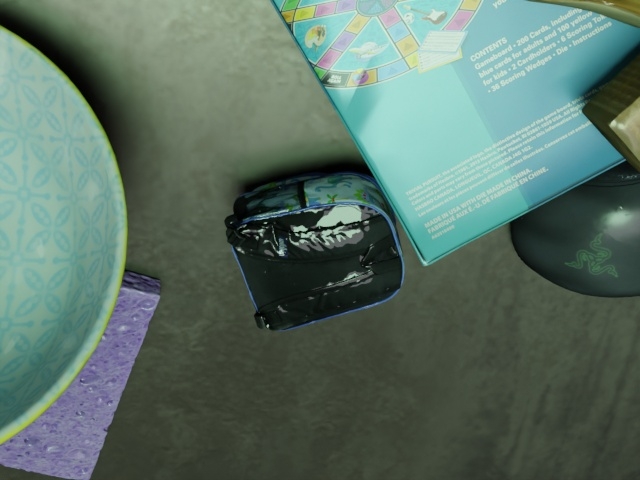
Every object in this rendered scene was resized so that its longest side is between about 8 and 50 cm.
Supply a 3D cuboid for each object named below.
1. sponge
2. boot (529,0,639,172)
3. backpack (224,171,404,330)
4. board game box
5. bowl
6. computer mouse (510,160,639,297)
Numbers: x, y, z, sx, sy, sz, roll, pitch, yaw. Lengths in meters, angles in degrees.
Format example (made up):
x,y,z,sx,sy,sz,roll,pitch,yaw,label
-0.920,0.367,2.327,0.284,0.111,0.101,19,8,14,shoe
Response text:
x,y,z,sx,sy,sz,roll,pitch,yaw,label
-0.216,0.103,0.737,0.117,0.031,0.210,17,117,-17,sponge
0.161,-0.189,0.433,0.211,0.104,0.295,-44,109,10,boot
0.000,0.000,0.664,0.114,0.084,0.105,-12,123,7,backpack
0.088,-0.191,0.521,0.253,0.079,0.336,-28,107,11,board game box
-0.271,0.009,0.582,0.289,0.290,0.156,10,163,-12,bowl
0.283,-0.025,0.686,0.272,0.072,0.189,-15,123,4,computer mouse
